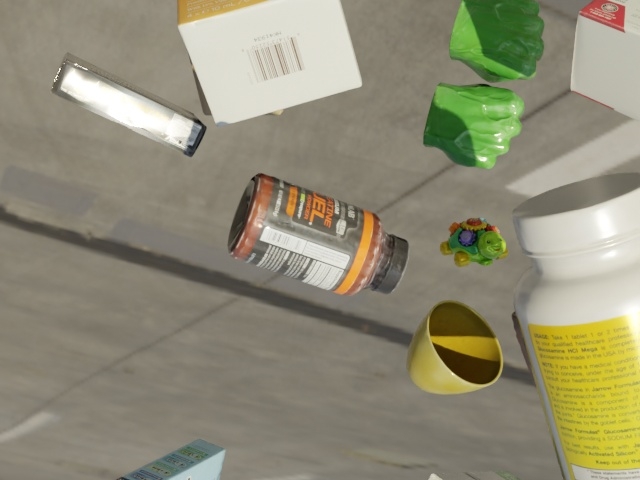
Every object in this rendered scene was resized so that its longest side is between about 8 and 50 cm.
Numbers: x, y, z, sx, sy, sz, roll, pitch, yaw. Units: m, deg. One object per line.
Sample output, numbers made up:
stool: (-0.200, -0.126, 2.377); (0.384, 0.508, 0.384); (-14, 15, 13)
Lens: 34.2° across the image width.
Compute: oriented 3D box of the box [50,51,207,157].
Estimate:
box: (-0.298, -0.212, 1.609); (0.231, 0.056, 0.183); (25, -173, -17)

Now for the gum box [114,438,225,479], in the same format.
gum box: (-0.177, 0.313, 1.118); (0.041, 0.156, 0.184); (17, -169, 21)

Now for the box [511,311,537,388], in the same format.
box: (0.487, 0.110, 1.461); (0.382, 0.143, 0.191); (-24, -164, -7)

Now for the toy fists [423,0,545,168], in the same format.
toy fists: (0.266, -0.250, 1.634); (0.142, 0.279, 0.096); (16, 178, 19)

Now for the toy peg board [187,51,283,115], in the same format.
toy peg board: (-0.143, -0.316, 1.886); (0.161, 0.079, 0.161); (3, 122, 24)

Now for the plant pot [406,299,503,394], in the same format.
plant pot: (0.177, 0.166, 1.478); (0.134, 0.134, 0.095); (21, 137, -25)

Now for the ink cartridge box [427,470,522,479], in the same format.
ink cartridge box: (0.235, 0.489, 1.681); (0.122, 0.211, 0.289); (36, -170, 34)

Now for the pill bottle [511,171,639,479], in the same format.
pill bottle: (0.306, 0.109, 1.052); (0.188, 0.333, 0.188); (-17, -169, 3)

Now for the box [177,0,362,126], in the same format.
box: (-0.083, -0.348, 1.508); (0.215, 0.345, 0.168); (-16, 129, 3)

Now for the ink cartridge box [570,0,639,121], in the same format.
ink cartridge box: (0.421, -0.255, 1.305); (0.128, 0.176, 0.127); (31, 146, 33)

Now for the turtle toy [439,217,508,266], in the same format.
turtle toy: (0.255, 0.002, 1.680); (0.095, 0.066, 0.130); (-11, -156, -19)

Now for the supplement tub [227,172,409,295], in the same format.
supplement tub: (0.000, 0.000, 1.200); (0.198, 0.106, 0.106); (19, 160, -14)
